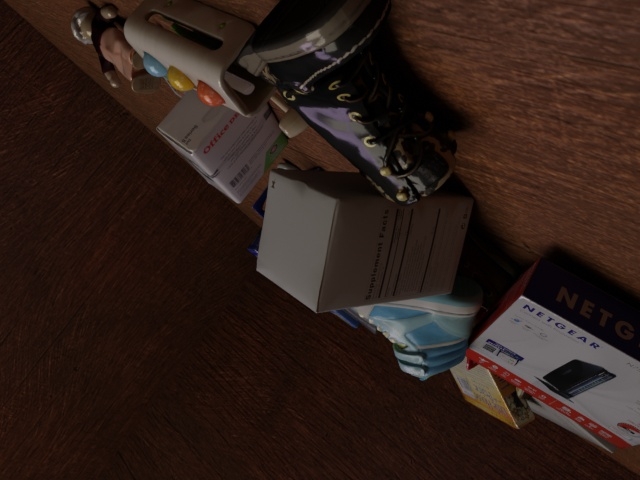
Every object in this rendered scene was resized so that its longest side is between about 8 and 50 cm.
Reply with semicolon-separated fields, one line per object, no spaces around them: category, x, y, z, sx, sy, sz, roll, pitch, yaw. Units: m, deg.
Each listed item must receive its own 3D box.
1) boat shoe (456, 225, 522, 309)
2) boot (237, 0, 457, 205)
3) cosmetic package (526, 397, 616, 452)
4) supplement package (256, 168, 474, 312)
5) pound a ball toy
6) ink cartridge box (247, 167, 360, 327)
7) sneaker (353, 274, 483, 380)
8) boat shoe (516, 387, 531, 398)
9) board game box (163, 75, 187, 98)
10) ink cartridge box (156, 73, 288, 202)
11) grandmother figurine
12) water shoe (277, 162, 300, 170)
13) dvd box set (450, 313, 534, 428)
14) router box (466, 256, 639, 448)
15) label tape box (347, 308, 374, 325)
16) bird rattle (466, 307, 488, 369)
boat shoe;0.236;0.013;1.080;0.307;0.104;0.111;36;173;3
boot;0.054;-0.167;0.662;0.284;0.138;0.377;40;176;-20
cosmetic package;0.602;0.374;1.461;0.197;0.155;0.365;39;174;-13
supplement package;0.072;-0.009;0.915;0.293;0.175;0.177;-2;-160;-37
pound a ball toy;-0.182;-0.291;1.005;0.319;0.136;0.208;33;172;30
ink cartridge box;0.000;0.000;1.464;0.395;0.270;0.151;38;171;-12
sneaker;0.132;0.161;1.066;0.319;0.208;0.127;8;-154;17
boat shoe;0.508;0.285;1.326;0.068;0.190;0.072;8;-151;-35
board game box;-0.368;-0.417;1.506;0.124;0.039;0.259;37;176;12
ink cartridge box;-0.202;-0.230;1.240;0.115;0.198;0.273;35;172;20
grandmother figurine;-0.515;-0.484;1.406;0.104;0.208;0.342;-15;-133;-44
water shoe;-0.052;-0.137;1.596;0.203;0.080;0.073;39;172;-18
dvd box set;0.379;0.264;1.501;0.420;0.062;0.307;63;171;-2
router box;0.445;0.204;0.958;0.335;0.082;0.301;30;153;11
label tape box;0.157;0.080;1.313;0.115;0.249;0.348;35;173;10
bird rattle;0.329;0.140;1.224;0.253;0.207;0.143;37;134;14
